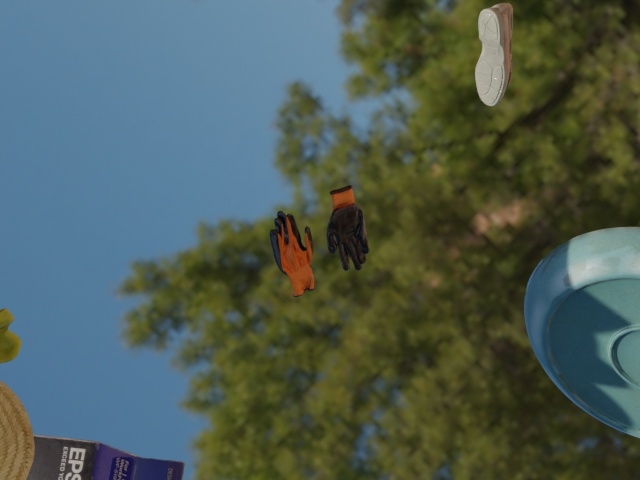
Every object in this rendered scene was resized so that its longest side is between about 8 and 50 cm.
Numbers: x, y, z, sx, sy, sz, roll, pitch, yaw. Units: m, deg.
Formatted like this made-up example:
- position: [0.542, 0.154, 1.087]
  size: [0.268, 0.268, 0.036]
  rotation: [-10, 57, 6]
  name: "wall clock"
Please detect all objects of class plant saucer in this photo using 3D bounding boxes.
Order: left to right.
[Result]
- position: [0.368, 0.120, 1.845]
  size: [0.317, 0.317, 0.043]
  rotation: [41, -132, -11]
  name: "plant saucer"

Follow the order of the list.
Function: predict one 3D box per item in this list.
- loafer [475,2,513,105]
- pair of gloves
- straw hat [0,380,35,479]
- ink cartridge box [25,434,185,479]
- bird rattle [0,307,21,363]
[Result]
- position: [0.208, -0.216, 1.962]
  size: [0.039, 0.125, 0.045]
  rotation: [-30, -137, -34]
  name: "loafer"
- position: [0.000, 0.000, 1.375]
  size: [0.010, 0.083, 0.074]
  rotation: [31, 140, 61]
  name: "pair of gloves"
- position: [-0.198, 0.079, 0.714]
  size: [0.144, 0.145, 0.061]
  rotation: [-119, 9, -46]
  name: "straw hat"
- position: [-0.297, 0.252, 1.504]
  size: [0.333, 0.165, 0.065]
  rotation: [5, 163, 5]
  name: "ink cartridge box"
- position: [-0.402, 0.184, 1.771]
  size: [0.207, 0.143, 0.253]
  rotation: [57, -143, -4]
  name: "bird rattle"
